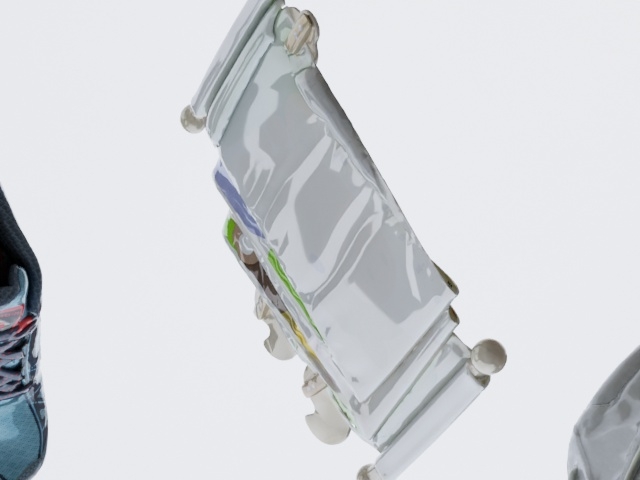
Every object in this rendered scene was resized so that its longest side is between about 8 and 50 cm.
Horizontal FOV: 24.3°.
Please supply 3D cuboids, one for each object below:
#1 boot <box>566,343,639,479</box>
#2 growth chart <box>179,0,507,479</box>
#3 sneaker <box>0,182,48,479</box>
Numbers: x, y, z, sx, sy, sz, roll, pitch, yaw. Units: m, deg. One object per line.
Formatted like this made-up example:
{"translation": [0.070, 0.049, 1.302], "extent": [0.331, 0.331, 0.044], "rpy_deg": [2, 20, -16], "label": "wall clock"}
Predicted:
{"translation": [0.171, 0.157, 0.761], "extent": [0.095, 0.123, 0.258], "rpy_deg": [45, -115, -25], "label": "boot"}
{"translation": [0.000, 0.000, 0.719], "extent": [0.021, 0.172, 0.237], "rpy_deg": [-21, -103, -33], "label": "growth chart"}
{"translation": [-0.216, 0.044, 0.876], "extent": [0.104, 0.125, 0.262], "rpy_deg": [-22, -69, -26], "label": "sneaker"}
